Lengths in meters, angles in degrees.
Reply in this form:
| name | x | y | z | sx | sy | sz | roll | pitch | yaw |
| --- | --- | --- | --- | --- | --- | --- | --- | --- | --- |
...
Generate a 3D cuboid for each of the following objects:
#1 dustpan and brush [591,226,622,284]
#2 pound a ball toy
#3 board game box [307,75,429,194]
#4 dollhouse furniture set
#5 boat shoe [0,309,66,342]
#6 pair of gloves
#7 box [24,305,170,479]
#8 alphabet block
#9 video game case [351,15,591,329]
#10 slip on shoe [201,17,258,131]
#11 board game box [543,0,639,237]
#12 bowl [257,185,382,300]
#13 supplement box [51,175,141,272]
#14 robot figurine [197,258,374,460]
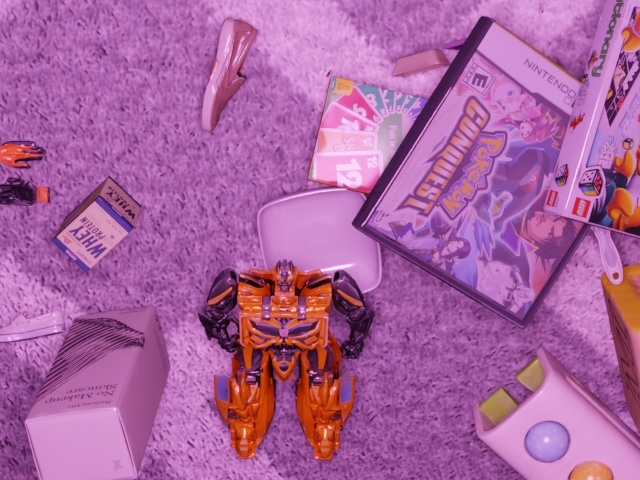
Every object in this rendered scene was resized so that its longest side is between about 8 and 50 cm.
| name | x | y | z | sx | sy | sz | roll | pitch | yaw |
| --- | --- | --- | --- | --- | --- | --- | --- | --- | --- |
| dustpan and brush | 0.325 | -0.050 | 1.502 | 0.147 | 0.060 | 0.211 | -18 | 109 | 7 |
| pound a ball toy | 0.323 | 0.323 | 1.602 | 0.319 | 0.136 | 0.208 | 43 | 105 | -14 |
| board game box | 0.124 | -0.101 | 1.465 | 0.259 | 0.039 | 0.124 | 13 | 90 | -5 |
| dollhouse furniture set | 0.151 | -0.181 | 1.454 | 0.114 | 0.091 | 0.081 | -10 | 89 | 34 |
| boat shoe | -0.371 | 0.107 | 1.579 | 0.100 | 0.035 | 0.035 | -11 | 83 | 8 |
| pair of gloves | -0.366 | -0.081 | 1.518 | 0.074 | 0.010 | 0.083 | -2 | 113 | -1 |
| box | -0.255 | 0.177 | 1.472 | 0.113 | 0.275 | 0.094 | -9 | 110 | 4 |
| alphabet block | 0.460 | 0.137 | 1.503 | 0.192 | 0.193 | 0.197 | -15 | 110 | 4 |
| video game case | 0.208 | -0.072 | 1.419 | 0.248 | 0.035 | 0.275 | 31 | 94 | -22 |
| slip on shoe | -0.107 | -0.189 | 1.458 | 0.041 | 0.051 | 0.135 | 15 | 102 | -3 |
| board game box | 0.382 | -0.153 | 1.406 | 0.192 | 0.053 | 0.305 | 14 | 95 | -21 |
| bowl | 0.000 | 0.000 | 1.525 | 0.142 | 0.053 | 0.142 | -10 | 110 | 4 |
| supplement box | -0.267 | -0.020 | 1.501 | 0.083 | 0.083 | 0.056 | -42 | 105 | 14 |
| robot figurine | -0.041 | 0.147 | 1.529 | 0.211 | 0.085 | 0.291 | 0 | 131 | 0 |
